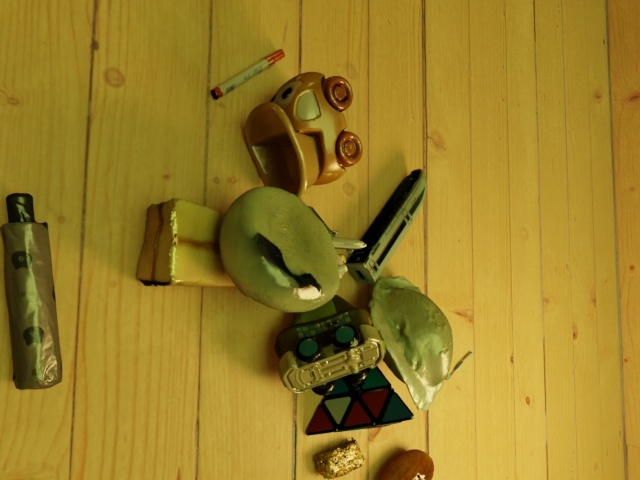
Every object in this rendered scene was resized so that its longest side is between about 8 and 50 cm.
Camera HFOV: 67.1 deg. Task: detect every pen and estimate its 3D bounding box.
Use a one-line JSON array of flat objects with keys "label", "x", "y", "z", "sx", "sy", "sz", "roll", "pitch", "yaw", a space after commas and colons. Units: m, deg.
[{"label": "pen", "x": -0.169, "y": -0.401, "z": 1.154, "sx": 0.239, "sy": 0.028, "sz": 0.028, "roll": -45, "pitch": 113, "yaw": -31}]

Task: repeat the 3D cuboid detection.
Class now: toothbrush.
[{"label": "toothbrush", "x": 0.461, "y": 0.415, "z": 1.600, "sx": 0.162, "sy": 0.014, "sz": 0.017, "roll": -29, "pitch": 123, "yaw": -37}]

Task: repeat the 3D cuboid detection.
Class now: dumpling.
[{"label": "dumpling", "x": 0.243, "y": 0.244, "z": 1.293, "sx": 0.212, "sy": 0.320, "sz": 0.269, "roll": -29, "pitch": 128, "yaw": -9}]

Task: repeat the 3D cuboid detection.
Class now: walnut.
[{"label": "walnut", "x": 0.237, "y": 0.663, "z": 1.344, "sx": 0.207, "sy": 0.116, "sz": 0.115, "roll": -20, "pitch": 99, "yaw": -37}]

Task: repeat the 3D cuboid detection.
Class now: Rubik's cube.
[{"label": "Rubik's cube", "x": 0.081, "y": 0.447, "z": 1.210, "sx": 0.234, "sy": 0.250, "sz": 0.284, "roll": -21, "pitch": 105, "yaw": -18}]

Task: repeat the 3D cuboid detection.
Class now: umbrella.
[{"label": "umbrella", "x": -0.499, "y": 0.087, "z": 0.829, "sx": 0.073, "sy": 0.067, "sz": 0.336, "roll": -5, "pitch": 90, "yaw": 4}]

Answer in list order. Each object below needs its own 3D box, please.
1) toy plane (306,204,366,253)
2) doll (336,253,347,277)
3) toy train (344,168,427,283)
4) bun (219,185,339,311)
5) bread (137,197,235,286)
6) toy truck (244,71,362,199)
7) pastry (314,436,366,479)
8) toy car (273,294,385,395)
[{"label": "toy plane", "x": -0.002, "y": 0.002, "z": 1.175, "sx": 0.226, "sy": 0.058, "sz": 0.225, "roll": 12, "pitch": 51, "yaw": -10}, {"label": "doll", "x": 0.002, "y": 0.087, "z": 1.185, "sx": 0.207, "sy": 0.129, "sz": 0.081, "roll": -48, "pitch": 122, "yaw": -54}, {"label": "toy train", "x": 0.214, "y": -0.050, "z": 1.393, "sx": 0.088, "sy": 0.087, "sz": 0.407, "roll": 50, "pitch": 59, "yaw": -23}, {"label": "bun", "x": -0.102, "y": 0.034, "z": 1.006, "sx": 0.283, "sy": 0.179, "sz": 0.283, "roll": 34, "pitch": 37, "yaw": -31}, {"label": "bread", "x": -0.219, "y": 0.014, "z": 0.998, "sx": 0.264, "sy": 0.163, "sz": 0.167, "roll": 5, "pitch": 82, "yaw": -38}, {"label": "toy truck", "x": -0.039, "y": -0.242, "z": 1.134, "sx": 0.212, "sy": 0.204, "sz": 0.287, "roll": -21, "pitch": 101, "yaw": -35}, {"label": "pastry", "x": 0.053, "y": 0.564, "z": 1.238, "sx": 0.140, "sy": 0.056, "sz": 0.079, "roll": -12, "pitch": 82, "yaw": -36}, {"label": "toy car", "x": 0.009, "y": 0.231, "z": 1.149, "sx": 0.248, "sy": 0.198, "sz": 0.204, "roll": -20, "pitch": 139, "yaw": -4}]
